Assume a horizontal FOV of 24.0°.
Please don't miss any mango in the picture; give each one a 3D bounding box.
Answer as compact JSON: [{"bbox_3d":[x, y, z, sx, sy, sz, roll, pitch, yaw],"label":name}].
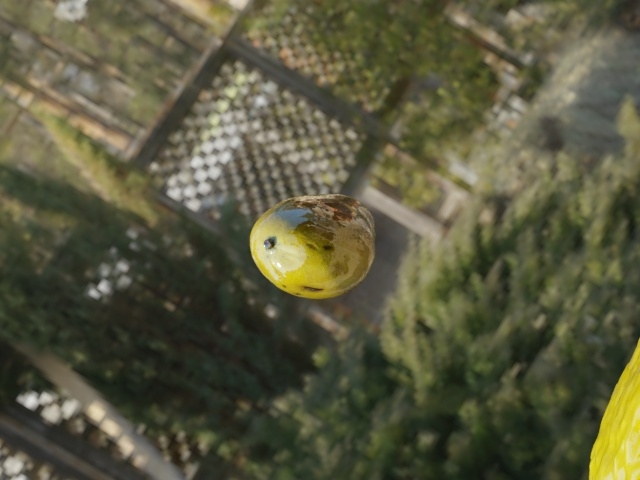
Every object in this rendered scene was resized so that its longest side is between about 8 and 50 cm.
[{"bbox_3d":[0.000,0.000,1.272,0.161,0.103,0.076,-41,-36,-66],"label":"mango"}]

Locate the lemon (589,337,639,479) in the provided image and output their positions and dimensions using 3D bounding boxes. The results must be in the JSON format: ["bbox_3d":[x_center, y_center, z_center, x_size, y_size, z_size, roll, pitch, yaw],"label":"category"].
[{"bbox_3d":[0.192,0.074,0.426,0.228,0.228,0.253,-59,-5,-4],"label":"lemon"}]
